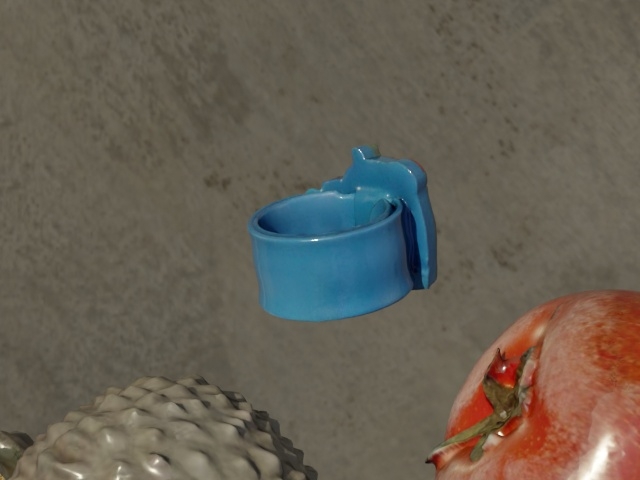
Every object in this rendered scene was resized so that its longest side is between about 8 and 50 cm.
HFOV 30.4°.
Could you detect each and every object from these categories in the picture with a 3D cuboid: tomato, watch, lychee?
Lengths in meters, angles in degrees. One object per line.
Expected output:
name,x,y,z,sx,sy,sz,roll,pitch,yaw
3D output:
tomato,0.214,0.172,0.890,0.227,0.270,0.270,29,111,-12
watch,0.000,0.000,1.770,0.274,0.305,0.241,-30,116,-45
lychee,-0.151,0.323,1.142,0.432,0.380,0.380,38,110,7

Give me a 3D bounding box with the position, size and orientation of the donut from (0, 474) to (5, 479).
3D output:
donut,-0.494,0.444,1.871,0.175,0.068,0.174,-5,112,-13
